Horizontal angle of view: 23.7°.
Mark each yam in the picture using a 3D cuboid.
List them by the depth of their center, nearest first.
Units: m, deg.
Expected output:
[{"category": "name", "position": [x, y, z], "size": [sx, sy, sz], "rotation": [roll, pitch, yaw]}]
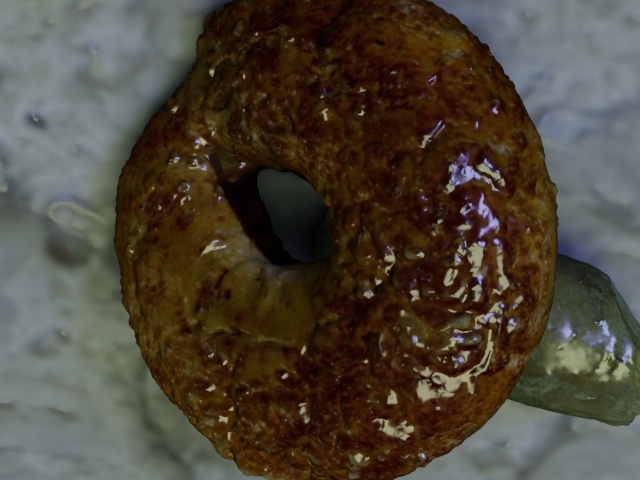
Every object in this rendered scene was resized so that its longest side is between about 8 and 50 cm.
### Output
[{"category": "yam", "position": [0.069, 0.028, 0.623], "size": [0.146, 0.069, 0.069], "rotation": [15, 119, -14]}]

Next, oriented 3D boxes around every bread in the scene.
[{"category": "bread", "position": [0.000, 0.000, 0.556], "size": [0.193, 0.064, 0.193], "rotation": [4, 98, 30]}]
